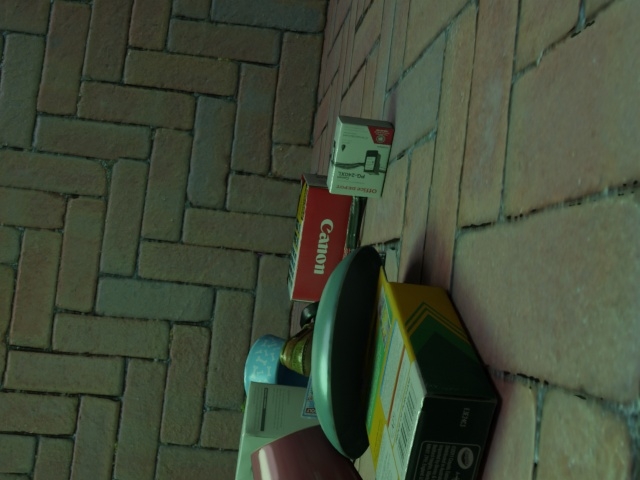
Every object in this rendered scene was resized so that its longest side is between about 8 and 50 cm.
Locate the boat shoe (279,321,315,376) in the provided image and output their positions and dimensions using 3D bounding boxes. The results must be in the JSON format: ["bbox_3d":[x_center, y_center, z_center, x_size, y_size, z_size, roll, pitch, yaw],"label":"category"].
[{"bbox_3d":[0.007,0.193,1.489,0.307,0.104,0.110,11,-97,-76],"label":"boat shoe"}]

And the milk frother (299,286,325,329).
[{"bbox_3d":[0.036,0.189,1.725,0.143,0.129,0.134,48,154,18],"label":"milk frother"}]

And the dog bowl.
[{"bbox_3d":[-0.052,0.316,1.718,0.297,0.074,0.166,40,-123,-48],"label":"dog bowl"}]

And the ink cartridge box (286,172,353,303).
[{"bbox_3d":[0.000,0.000,2.017,0.272,0.130,0.309,-113,31,-76],"label":"ink cartridge box"}]

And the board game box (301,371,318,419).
[{"bbox_3d":[0.032,0.240,1.278,0.194,0.060,0.194,-68,-28,-42],"label":"board game box"}]

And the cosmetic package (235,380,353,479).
[{"bbox_3d":[-0.052,0.417,1.590,0.138,0.225,0.224,-87,7,-48],"label":"cosmetic package"}]

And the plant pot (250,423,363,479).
[{"bbox_3d":[-0.015,0.383,1.156,0.201,0.201,0.180,109,143,-63],"label":"plant pot"}]

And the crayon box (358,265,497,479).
[{"bbox_3d":[0.116,0.187,0.946,0.323,0.083,0.203,-100,17,-68],"label":"crayon box"}]

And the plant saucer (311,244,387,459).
[{"bbox_3d":[0.048,0.165,1.166,0.317,0.044,0.317,1,-90,-70],"label":"plant saucer"}]

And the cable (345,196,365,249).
[{"bbox_3d":[0.073,-0.124,1.741,0.139,0.072,0.287,-83,3,-57],"label":"cable"}]

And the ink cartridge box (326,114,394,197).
[{"bbox_3d":[0.079,-0.166,1.555,0.063,0.109,0.150,-105,22,-65],"label":"ink cartridge box"}]

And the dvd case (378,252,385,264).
[{"bbox_3d":[0.105,0.083,1.490,0.087,0.013,0.119,-163,80,-84],"label":"dvd case"}]
